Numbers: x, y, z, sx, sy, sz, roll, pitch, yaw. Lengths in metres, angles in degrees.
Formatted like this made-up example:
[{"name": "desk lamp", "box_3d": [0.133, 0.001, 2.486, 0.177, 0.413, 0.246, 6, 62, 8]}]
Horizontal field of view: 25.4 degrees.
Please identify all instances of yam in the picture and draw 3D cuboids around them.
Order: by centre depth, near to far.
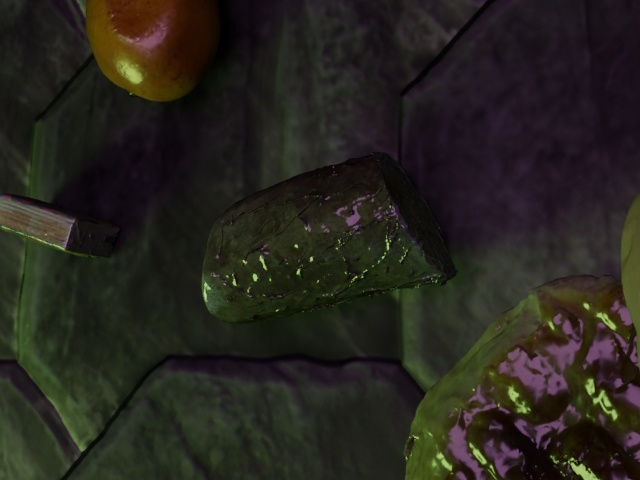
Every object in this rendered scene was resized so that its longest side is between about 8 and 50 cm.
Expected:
[{"name": "yam", "box_3d": [0.000, 0.000, 1.042, 0.183, 0.107, 0.107, -17, 73, 24]}]

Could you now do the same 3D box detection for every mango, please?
[{"name": "mango", "box_3d": [-0.141, -0.189, 1.153, 0.115, 0.089, 0.165, -32, 65, 16]}]

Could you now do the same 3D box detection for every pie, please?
[{"name": "pie", "box_3d": [0.181, 0.168, 0.934, 0.306, 0.071, 0.306, -6, 76, 26]}]

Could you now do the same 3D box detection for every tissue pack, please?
[{"name": "tissue pack", "box_3d": [-0.218, -0.011, 1.173, 0.083, 0.063, 0.035, 16, 91, 30]}]

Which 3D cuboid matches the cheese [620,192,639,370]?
[{"name": "cheese", "box_3d": [0.285, 0.042, 0.837, 0.235, 0.117, 0.218, 29, 64, 9]}]
